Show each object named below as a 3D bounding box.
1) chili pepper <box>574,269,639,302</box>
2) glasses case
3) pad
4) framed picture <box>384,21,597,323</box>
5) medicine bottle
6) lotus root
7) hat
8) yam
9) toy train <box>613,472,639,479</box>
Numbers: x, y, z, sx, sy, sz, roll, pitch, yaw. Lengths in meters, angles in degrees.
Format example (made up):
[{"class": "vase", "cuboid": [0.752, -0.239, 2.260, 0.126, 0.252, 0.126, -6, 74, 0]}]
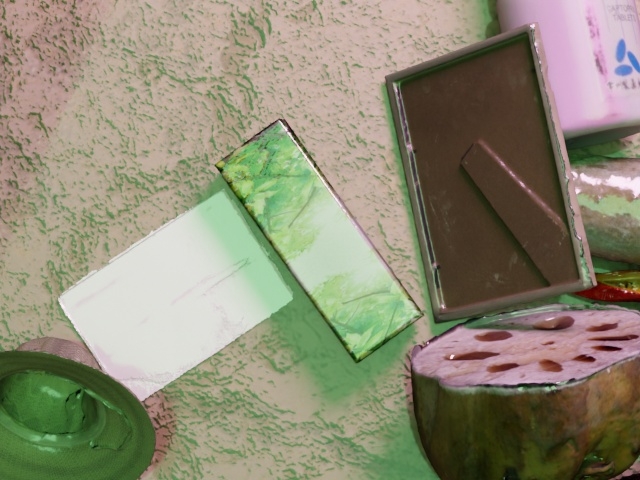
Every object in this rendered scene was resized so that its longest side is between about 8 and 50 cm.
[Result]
[{"class": "chili pepper", "cuboid": [0.320, 0.051, 1.803, 0.178, 0.027, 0.045, 4, 43, 23]}, {"class": "glasses case", "cuboid": [0.000, 0.000, 1.818, 0.095, 0.062, 0.272, -35, 85, 4]}, {"class": "pad", "cuboid": [-0.163, 0.064, 1.843, 0.232, 0.004, 0.156, -34, 85, -2]}, {"class": "framed picture", "cuboid": [0.180, -0.069, 1.777, 0.213, 0.016, 0.289, -17, 83, 41]}, {"class": "medicine bottle", "cuboid": [0.275, -0.234, 1.790, 0.152, 0.152, 0.254, -10, 85, 0]}, {"class": "lotus root", "cuboid": [0.237, 0.183, 1.720, 0.272, 0.272, 0.192, -7, 97, 0]}, {"class": "hat", "cuboid": [-0.296, 0.168, 1.778, 0.252, 0.252, 0.110, 6, 43, 1]}, {"class": "yam", "cuboid": [0.360, -0.034, 1.788, 0.330, 0.133, 0.133, 9, 85, 5]}, {"class": "toy train", "cuboid": [0.329, 0.346, 1.745, 0.261, 0.134, 0.177, -17, 84, -1]}]
